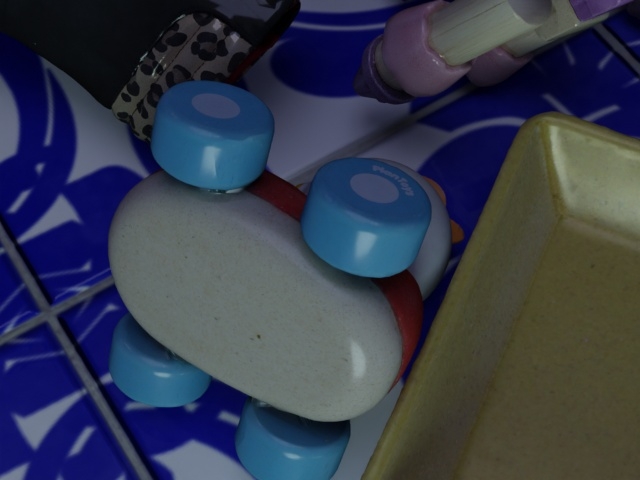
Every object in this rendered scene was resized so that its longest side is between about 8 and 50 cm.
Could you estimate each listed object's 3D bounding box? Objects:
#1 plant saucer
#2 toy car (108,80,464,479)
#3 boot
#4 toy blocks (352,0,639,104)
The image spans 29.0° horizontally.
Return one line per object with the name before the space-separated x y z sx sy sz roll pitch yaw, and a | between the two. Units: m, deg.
plant saucer | 0.235 0.107 0.809 0.333 0.081 0.332 21 63 13
toy car | 0.000 0.000 0.840 0.210 0.219 0.238 29 35 17
boot | -0.116 -0.272 0.910 0.284 0.138 0.377 40 96 -2
toy blocks | 0.119 -0.260 0.973 0.309 0.260 0.288 -19 89 -37
